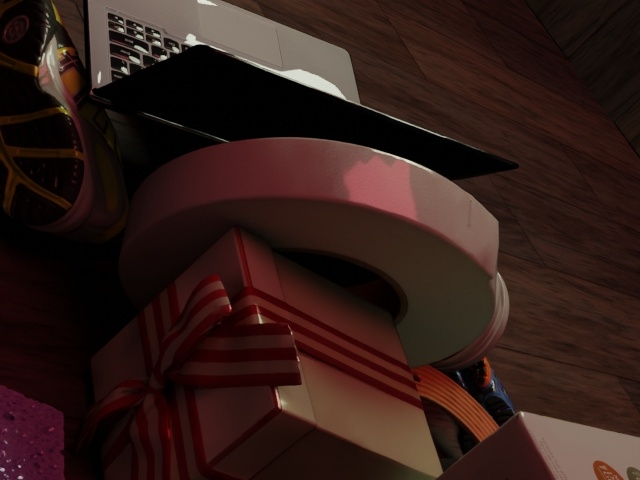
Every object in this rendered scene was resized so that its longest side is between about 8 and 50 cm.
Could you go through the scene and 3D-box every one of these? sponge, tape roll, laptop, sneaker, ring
[{"bbox_3d":[-0.268,0.206,1.150,0.117,0.031,0.210,29,29,-31],"label":"sponge"},{"bbox_3d":[-0.010,0.029,1.413,0.392,0.392,0.072,28,54,-33],"label":"tape roll"},{"bbox_3d":[-0.039,-0.208,1.529,0.382,0.236,0.408,18,42,-29],"label":"laptop"},{"bbox_3d":[-0.311,-0.142,1.541,0.147,0.145,0.385,42,23,-52],"label":"sneaker"},{"bbox_3d":[0.232,0.237,1.839,0.087,0.083,0.221,40,27,-44],"label":"sneaker"},{"bbox_3d":[0.135,0.280,1.631,0.336,0.032,0.337,30,36,-25],"label":"ring"}]

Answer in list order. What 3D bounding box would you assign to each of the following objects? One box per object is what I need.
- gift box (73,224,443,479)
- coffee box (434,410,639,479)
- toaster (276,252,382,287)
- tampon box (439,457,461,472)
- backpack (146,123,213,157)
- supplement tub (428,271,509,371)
[{"bbox_3d":[-0.056,0.169,1.277,0.258,0.255,0.276,29,26,-36],"label":"gift box"},{"bbox_3d":[0.227,0.401,1.250,0.334,0.338,0.338,18,36,-46],"label":"coffee box"},{"bbox_3d":[0.000,0.000,1.542,0.185,0.168,0.110,4,60,3],"label":"toaster"},{"bbox_3d":[0.100,0.296,1.432,0.161,0.120,0.101,7,52,-38],"label":"tampon box"},{"bbox_3d":[-0.059,-0.154,1.853,0.263,0.213,0.276,59,25,11],"label":"backpack"},{"bbox_3d":[0.113,0.053,1.756,0.272,0.191,0.191,35,22,-54],"label":"supplement tub"}]
